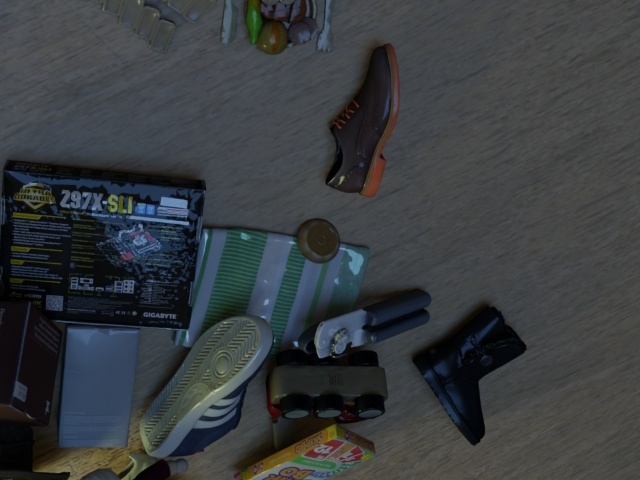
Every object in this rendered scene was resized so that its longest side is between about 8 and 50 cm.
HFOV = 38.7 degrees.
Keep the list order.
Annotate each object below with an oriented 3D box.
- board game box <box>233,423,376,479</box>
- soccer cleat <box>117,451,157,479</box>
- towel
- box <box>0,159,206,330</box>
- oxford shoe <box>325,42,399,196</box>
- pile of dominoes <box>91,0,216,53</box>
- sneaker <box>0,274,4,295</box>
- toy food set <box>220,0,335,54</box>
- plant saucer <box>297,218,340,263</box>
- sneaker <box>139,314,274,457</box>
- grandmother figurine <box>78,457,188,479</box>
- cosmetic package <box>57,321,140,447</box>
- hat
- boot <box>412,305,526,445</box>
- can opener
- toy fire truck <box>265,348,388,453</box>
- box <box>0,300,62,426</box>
[{"bbox_3d":[-0.034,0.429,1.744,0.259,0.039,0.124,-29,138,27],"label":"board game box"},{"bbox_3d":[-0.376,0.486,1.722,0.076,0.068,0.196,30,93,-19],"label":"soccer cleat"},{"bbox_3d":[-0.088,0.105,1.672,0.325,0.038,0.247,10,107,-19],"label":"towel"},{"bbox_3d":[-0.364,0.012,1.516,0.322,0.079,0.257,5,107,-11],"label":"box"},{"bbox_3d":[0.072,-0.207,1.569,0.099,0.097,0.271,6,109,-12],"label":"oxford shoe"},{"bbox_3d":[-0.277,-0.428,1.399,0.251,0.040,0.196,36,119,-27],"label":"pile of dominoes"},{"bbox_3d":[-0.584,0.084,1.484,0.178,0.072,0.077,2,131,24],"label":"sneaker"},{"bbox_3d":[-0.062,-0.371,1.495,0.192,0.038,0.132,1,110,-17],"label":"toy food set"},{"bbox_3d":[0.000,0.000,1.647,0.084,0.015,0.083,4,80,-22],"label":"plant saucer"},{"bbox_3d":[-0.176,0.267,1.648,0.148,0.131,0.350,20,125,-43],"label":"sneaker"},{"bbox_3d":[-0.311,0.486,1.655,0.342,0.104,0.207,35,77,-48],"label":"grandmother figurine"},{"bbox_3d":[-0.392,0.240,1.601,0.127,0.107,0.237,6,106,-18],"label":"cosmetic package"},{"bbox_3d":[-0.594,0.358,1.551,0.332,0.331,0.133,0,71,-16],"label":"hat"},{"bbox_3d":[0.327,0.272,1.824,0.207,0.094,0.246,-33,110,2],"label":"boot"},{"bbox_3d":[0.088,0.147,1.691,0.281,0.093,0.074,-13,118,-34],"label":"can opener"},{"bbox_3d":[-0.006,0.326,1.740,0.217,0.158,0.246,3,151,-17],"label":"toy fire truck"},{"bbox_3d":[-0.542,0.195,1.440,0.203,0.168,0.166,1,67,3],"label":"box"}]
